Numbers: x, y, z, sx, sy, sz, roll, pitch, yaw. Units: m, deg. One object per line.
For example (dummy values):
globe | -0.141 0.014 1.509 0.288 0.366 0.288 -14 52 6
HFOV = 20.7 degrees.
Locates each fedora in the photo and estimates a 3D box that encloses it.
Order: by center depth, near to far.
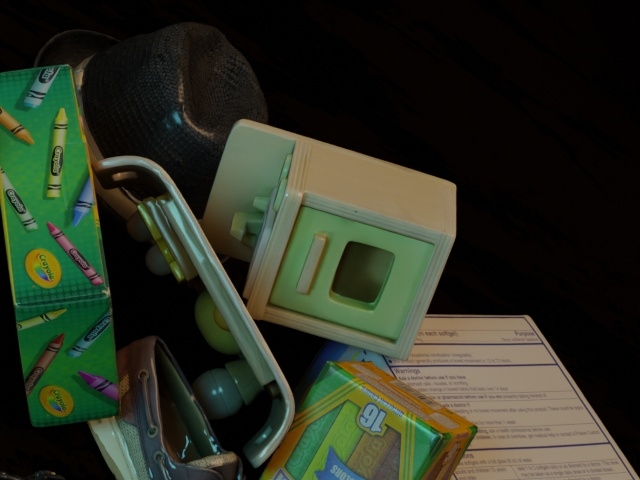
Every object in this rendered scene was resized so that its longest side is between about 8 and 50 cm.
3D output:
fedora | -0.152 -0.133 1.878 0.334 0.152 0.334 40 27 -26

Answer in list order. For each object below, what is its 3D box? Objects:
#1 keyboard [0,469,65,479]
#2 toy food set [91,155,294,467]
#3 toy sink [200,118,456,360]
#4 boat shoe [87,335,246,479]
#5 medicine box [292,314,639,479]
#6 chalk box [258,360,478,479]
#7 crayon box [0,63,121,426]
keyboard | -0.247 0.241 1.349 0.317 0.033 0.201 27 34 -45
toy food set | -0.125 0.064 1.635 0.306 0.092 0.220 60 -5 1
toy sink | 0.000 0.000 1.725 0.234 0.152 0.131 18 27 -5
boat shoe | -0.113 0.214 1.543 0.285 0.092 0.103 59 25 16
medicine box | 0.155 0.223 1.814 0.263 0.149 0.289 3 42 -39
chalk box | 0.026 0.232 1.612 0.132 0.213 0.132 31 6 19
crayon box | -0.234 0.002 1.529 0.165 0.081 0.278 93 -14 -48
